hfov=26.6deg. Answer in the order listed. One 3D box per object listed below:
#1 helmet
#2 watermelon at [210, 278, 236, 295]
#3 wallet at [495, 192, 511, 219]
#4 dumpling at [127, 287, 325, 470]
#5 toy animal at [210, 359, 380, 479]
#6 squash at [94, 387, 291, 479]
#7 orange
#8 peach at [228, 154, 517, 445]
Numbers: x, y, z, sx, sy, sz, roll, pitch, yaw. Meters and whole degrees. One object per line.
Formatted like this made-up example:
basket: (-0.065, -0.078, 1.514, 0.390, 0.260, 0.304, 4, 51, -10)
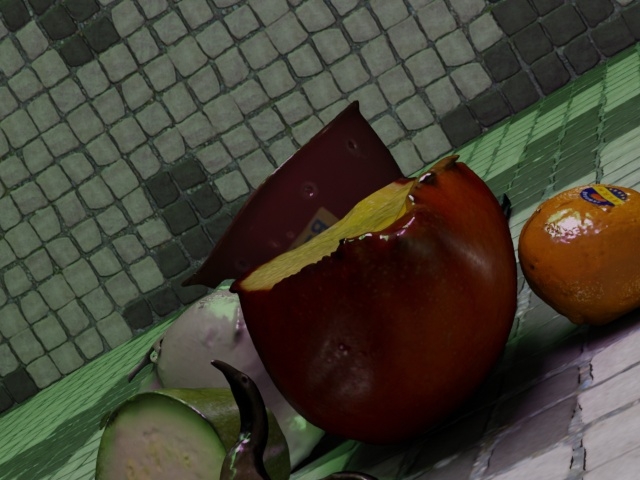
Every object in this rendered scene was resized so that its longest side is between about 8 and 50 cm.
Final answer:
helmet: (0.000, 0.000, 1.998, 0.385, 0.230, 0.337, -49, 0, 14)
watermelon: (-0.120, 0.166, 1.814, 0.094, 0.154, 0.241, -25, 22, 52)
wallet: (0.197, -0.005, 1.950, 0.167, 0.036, 0.222, -30, 5, 16)
dumpling: (-0.068, 0.151, 1.427, 0.293, 0.204, 0.163, -32, -11, 21)
toy animal: (-0.044, 0.185, 0.917, 0.160, 0.197, 0.272, -39, 13, -33)
squash: (-0.111, 0.206, 1.219, 0.170, 0.170, 0.123, -28, -5, 36)
orange: (0.238, 0.012, 1.178, 0.135, 0.118, 0.135, 4, 30, -2)
peach: (0.073, 0.063, 1.182, 0.257, 0.201, 0.361, -31, 2, -10)
